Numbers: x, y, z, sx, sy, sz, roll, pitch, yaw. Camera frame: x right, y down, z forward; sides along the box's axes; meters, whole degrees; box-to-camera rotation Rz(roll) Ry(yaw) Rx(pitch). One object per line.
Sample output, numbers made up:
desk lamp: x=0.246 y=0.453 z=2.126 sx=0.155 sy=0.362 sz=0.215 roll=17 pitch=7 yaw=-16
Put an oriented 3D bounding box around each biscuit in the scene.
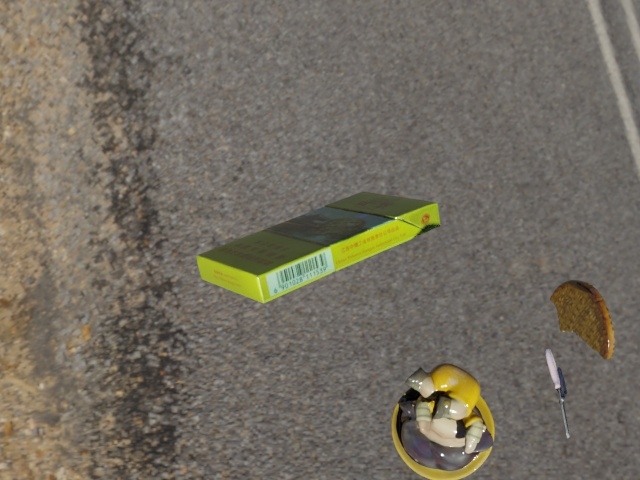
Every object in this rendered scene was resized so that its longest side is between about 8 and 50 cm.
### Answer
biscuit: x=0.614 y=0.186 z=1.828 sx=0.031 sy=0.176 sz=0.229 roll=-5 pitch=55 yaw=-16

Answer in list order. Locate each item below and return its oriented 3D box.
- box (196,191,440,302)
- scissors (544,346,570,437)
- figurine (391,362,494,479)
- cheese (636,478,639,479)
box: x=0.000 y=0.000 z=1.201 sx=0.335 sy=0.187 sz=0.047 roll=-22 pitch=109 yaw=-31
scissors: x=0.408 y=0.264 z=1.335 sx=0.100 sy=0.015 sz=0.189 roll=60 pitch=20 yaw=-24
figurine: x=0.235 y=0.326 z=1.457 sx=0.192 sy=0.257 sz=0.167 roll=31 pitch=54 yaw=20
cheese: x=0.277 y=0.309 z=0.657 sx=0.124 sy=0.265 sz=0.242 roll=51 pitch=15 yaw=-1
